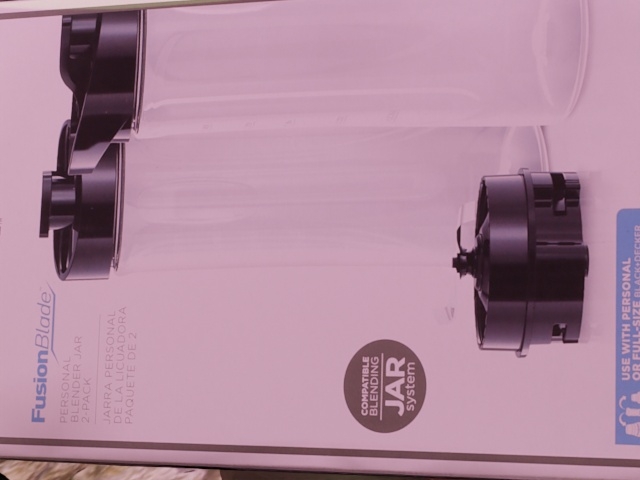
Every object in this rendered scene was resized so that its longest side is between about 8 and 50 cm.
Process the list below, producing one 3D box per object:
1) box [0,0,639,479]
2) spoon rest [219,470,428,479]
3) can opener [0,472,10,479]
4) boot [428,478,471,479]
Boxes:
[{"bbox_3d":[0.000,0.000,0.529,0.290,0.169,0.087,1,-7,20],"label":"box"},{"bbox_3d":[0.072,0.010,0.618,0.276,0.084,0.137,-47,27,15],"label":"spoon rest"},{"bbox_3d":[-0.095,0.125,0.516,0.283,0.095,0.076,-13,27,52],"label":"can opener"},{"bbox_3d":[0.090,0.096,0.776,0.207,0.090,0.248,-21,26,11],"label":"boot"}]
